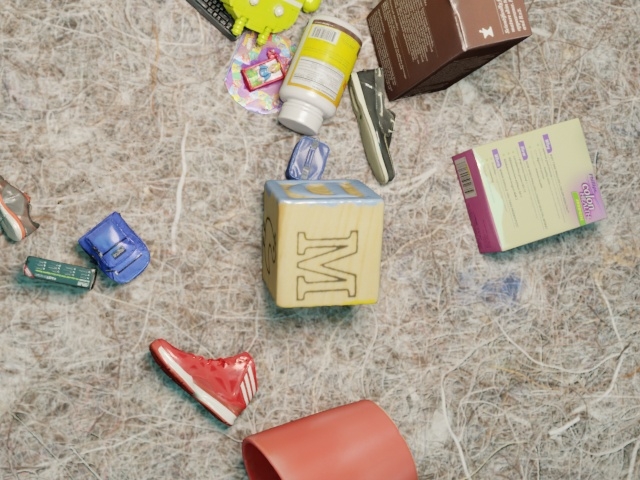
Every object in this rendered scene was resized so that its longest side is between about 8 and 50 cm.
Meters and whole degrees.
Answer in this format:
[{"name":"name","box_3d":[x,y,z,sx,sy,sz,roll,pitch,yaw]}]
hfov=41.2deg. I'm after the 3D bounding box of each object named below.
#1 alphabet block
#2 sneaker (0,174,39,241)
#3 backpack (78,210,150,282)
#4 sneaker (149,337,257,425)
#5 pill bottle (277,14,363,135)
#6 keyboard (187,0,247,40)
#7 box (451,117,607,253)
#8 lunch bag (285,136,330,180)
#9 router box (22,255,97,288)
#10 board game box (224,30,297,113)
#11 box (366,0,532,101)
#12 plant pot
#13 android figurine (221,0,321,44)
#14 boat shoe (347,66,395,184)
[{"name":"alphabet block","box_3d":[0.000,0.000,1.571,0.194,0.192,0.197,-1,105,-11]},{"name":"sneaker","box_3d":[-0.566,-0.076,1.551,0.065,0.061,0.157,-30,95,-39]},{"name":"backpack","box_3d":[-0.374,0.021,1.558,0.098,0.101,0.120,-38,99,-5]},{"name":"sneaker","box_3d":[-0.210,0.234,1.603,0.221,0.087,0.128,48,70,-19]},{"name":"pill bottle","box_3d":[-0.005,-0.316,1.644,0.117,0.117,0.214,23,83,-10]},{"name":"keyboard","box_3d":[-0.201,-0.486,1.660,0.180,0.023,0.108,42,79,-8]},{"name":"box","box_3d":[0.422,-0.110,1.732,0.243,0.117,0.213,-17,91,-12]},{"name":"lunch bag","box_3d":[-0.023,-0.155,1.661,0.067,0.065,0.098,19,84,-11]},{"name":"router box","box_3d":[-0.469,0.059,1.538,0.123,0.092,0.038,13,85,-11]},{"name":"board game box","box_3d":[-0.108,-0.335,1.668,0.133,0.033,0.168,22,82,-11]},{"name":"box","box_3d":[0.221,-0.398,1.565,0.143,0.381,0.191,-15,90,-13]},{"name":"plant pot","box_3d":[0.025,0.430,1.555,0.243,0.275,0.274,-23,92,-23]},{"name":"android figurine","box_3d":[-0.089,-0.507,1.607,0.248,0.056,0.272,14,105,-44]},{"name":"boat shoe","box_3d":[0.117,-0.228,1.687,0.079,0.084,0.233,-13,87,-12]}]
